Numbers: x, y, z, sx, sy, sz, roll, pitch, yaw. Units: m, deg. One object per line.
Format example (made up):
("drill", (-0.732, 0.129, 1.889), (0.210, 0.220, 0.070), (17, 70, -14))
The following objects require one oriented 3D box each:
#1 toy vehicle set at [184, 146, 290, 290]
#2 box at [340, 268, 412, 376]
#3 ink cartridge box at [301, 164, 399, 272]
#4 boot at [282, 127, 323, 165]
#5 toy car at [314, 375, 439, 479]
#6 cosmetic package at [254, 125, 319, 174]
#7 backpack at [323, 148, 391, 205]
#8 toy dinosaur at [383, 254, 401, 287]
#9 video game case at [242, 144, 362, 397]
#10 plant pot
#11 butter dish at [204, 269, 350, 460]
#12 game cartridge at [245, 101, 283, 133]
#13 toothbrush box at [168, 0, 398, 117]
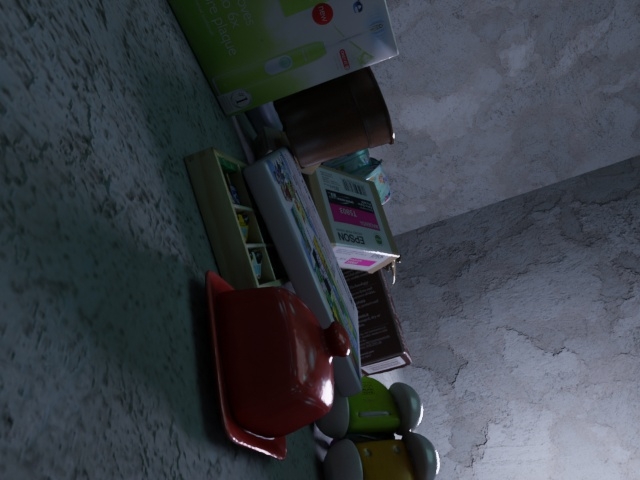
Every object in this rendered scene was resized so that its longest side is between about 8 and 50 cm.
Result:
("toy vehicle set", (-0.088, -0.017, 0.718), (0.267, 0.035, 0.166), (0, 72, -82))
("box", (0.101, 0.128, 1.369), (0.191, 0.143, 0.381), (54, 21, -65))
("ink cartridge box", (0.039, -0.044, 1.133), (0.234, 0.088, 0.193), (10, 56, -46))
("boot", (-0.045, -0.215, 1.340), (0.229, 0.091, 0.263), (58, 19, -83))
("toy car", (0.067, 0.291, 0.787), (0.136, 0.159, 0.182), (115, -30, -46))
("cosmetic package", (-0.060, -0.165, 1.017), (0.115, 0.041, 0.060), (7, 55, -35))
("backpack", (0.077, -0.154, 1.527), (0.253, 0.225, 0.191), (-97, 165, -67))
("toy dinosaur", (0.178, 0.044, 1.411), (0.092, 0.053, 0.183), (-87, 158, -76))
("video game case", (-0.014, 0.023, 0.834), (0.300, 0.036, 0.329), (-80, 149, -76))
("plant pot", (0.017, -0.210, 0.932), (0.167, 0.165, 0.167), (-22, 90, -88))
("butter dish", (-0.029, 0.109, 0.525), (0.160, 0.118, 0.160), (61, 13, -58))
("game cartridge", (-0.146, -0.363, 1.091), (0.196, 0.060, 0.294), (54, 19, -54))
("toothbrush box", (-0.052, -0.339, 0.816), (0.122, 0.283, 0.206), (-100, 170, -51))
